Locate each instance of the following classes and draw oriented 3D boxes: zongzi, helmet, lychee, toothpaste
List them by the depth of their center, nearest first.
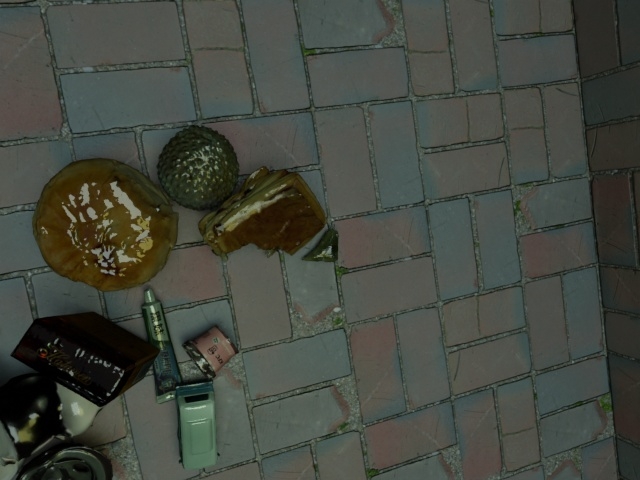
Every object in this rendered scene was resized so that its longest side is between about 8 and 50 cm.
[{"bbox_3d":[-0.788,0.727,1.564,0.305,0.177,0.224,-35,109,-20],"label":"helmet"},{"bbox_3d":[-0.376,-0.225,1.607,0.256,0.274,0.255,16,57,-26],"label":"lychee"},{"bbox_3d":[-0.526,0.346,1.684,0.099,0.061,0.391,-13,100,-21],"label":"toothpaste"},{"bbox_3d":[0.000,0.000,1.842,0.131,0.062,0.154,2,86,-6],"label":"zongzi"}]

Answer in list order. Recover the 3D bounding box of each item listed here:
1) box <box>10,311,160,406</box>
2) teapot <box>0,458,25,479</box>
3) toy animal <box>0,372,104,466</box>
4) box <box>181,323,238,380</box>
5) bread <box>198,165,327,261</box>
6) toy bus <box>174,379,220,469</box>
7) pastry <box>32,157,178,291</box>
[{"bbox_3d":[-0.630,0.315,1.440,0.265,0.415,0.115,32,83,-3],"label":"box"},{"bbox_3d":[-0.990,0.649,1.503,0.298,0.139,0.204,-32,147,-23],"label":"teapot"},{"bbox_3d":[-0.779,0.481,1.490,0.310,0.251,0.250,-25,103,-53],"label":"toy animal"},{"bbox_3d":[-0.359,0.365,1.700,0.135,0.151,0.151,-36,103,-23],"label":"box"},{"bbox_3d":[-0.192,-0.070,1.679,0.370,0.191,0.314,-34,144,-2],"label":"bread"},{"bbox_3d":[-0.402,0.615,1.678,0.133,0.165,0.271,-4,104,-18],"label":"toy bus"},{"bbox_3d":[-0.628,-0.049,1.526,0.410,0.245,0.409,-3,104,-11],"label":"pastry"}]
